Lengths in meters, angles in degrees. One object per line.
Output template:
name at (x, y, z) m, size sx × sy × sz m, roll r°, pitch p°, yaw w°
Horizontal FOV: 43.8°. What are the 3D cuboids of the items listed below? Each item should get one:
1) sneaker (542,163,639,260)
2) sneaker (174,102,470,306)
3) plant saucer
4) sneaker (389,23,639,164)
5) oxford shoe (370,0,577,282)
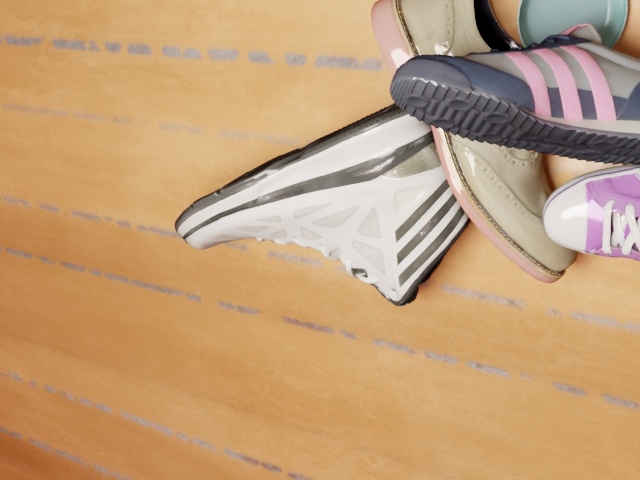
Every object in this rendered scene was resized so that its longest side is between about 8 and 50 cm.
sneaker at (0.357, -0.007, 0.796) m, size 0.282 × 0.161 × 0.102 m, roll 1°, pitch 114°, yaw 26°
sneaker at (0.000, 0.000, 1.106) m, size 0.447 × 0.169 × 0.258 m, roll -19°, pitch 101°, yaw 36°
plant saucer at (0.271, -0.246, 0.865) m, size 0.119 × 0.021 × 0.119 m, roll 0°, pitch 111°, yaw -1°
sneaker at (0.228, -0.168, 0.833) m, size 0.318 × 0.131 × 0.112 m, roll 10°, pitch 168°, yaw -12°
oxford shoe at (0.212, -0.133, 0.921) m, size 0.146 × 0.140 × 0.397 m, roll -27°, pitch 101°, yaw 31°
